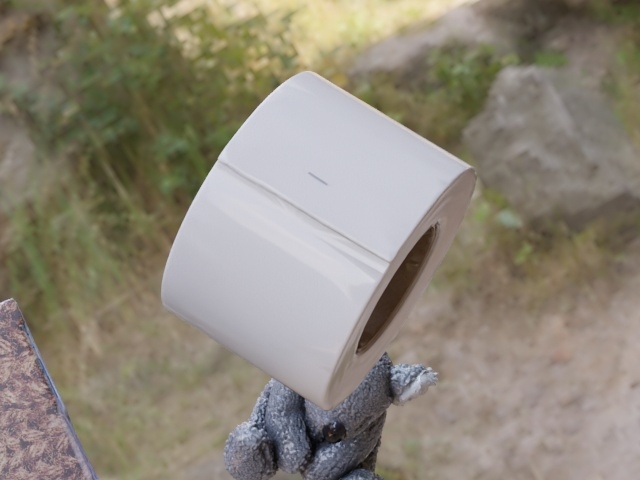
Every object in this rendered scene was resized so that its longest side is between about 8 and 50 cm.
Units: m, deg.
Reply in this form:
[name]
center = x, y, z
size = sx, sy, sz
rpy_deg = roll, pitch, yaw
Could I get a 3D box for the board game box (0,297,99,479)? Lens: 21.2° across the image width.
[board game box]
center = -0.258, 0.181, 1.294
size = 0.141, 0.232, 0.291
rpy_deg = -25, 2, -15

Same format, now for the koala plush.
[koala plush]
center = 0.020, 0.181, 1.987
size = 0.221, 0.196, 0.203
rpy_deg = 117, 176, -51

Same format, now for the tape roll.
[tape roll]
center = 0.000, 0.000, 1.464
size = 0.246, 0.169, 0.246
rpy_deg = -54, -13, -19
